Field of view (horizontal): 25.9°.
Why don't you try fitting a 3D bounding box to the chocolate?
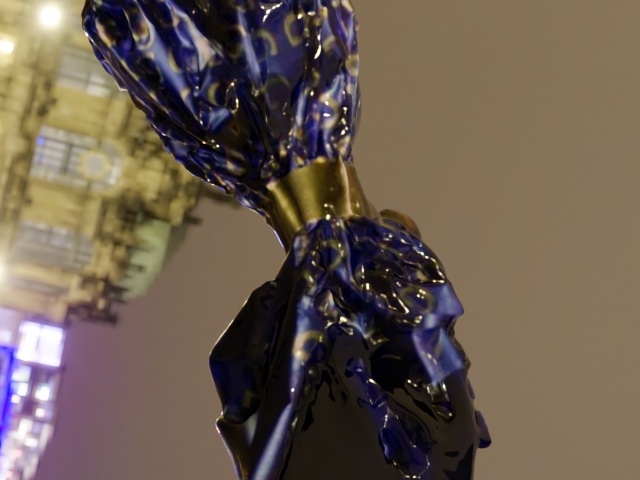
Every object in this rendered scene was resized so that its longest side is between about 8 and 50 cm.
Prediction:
[{"bbox_3d":[-0.001,0.005,0.612,0.126,0.148,0.343,-38,-121,33],"label":"chocolate"}]
